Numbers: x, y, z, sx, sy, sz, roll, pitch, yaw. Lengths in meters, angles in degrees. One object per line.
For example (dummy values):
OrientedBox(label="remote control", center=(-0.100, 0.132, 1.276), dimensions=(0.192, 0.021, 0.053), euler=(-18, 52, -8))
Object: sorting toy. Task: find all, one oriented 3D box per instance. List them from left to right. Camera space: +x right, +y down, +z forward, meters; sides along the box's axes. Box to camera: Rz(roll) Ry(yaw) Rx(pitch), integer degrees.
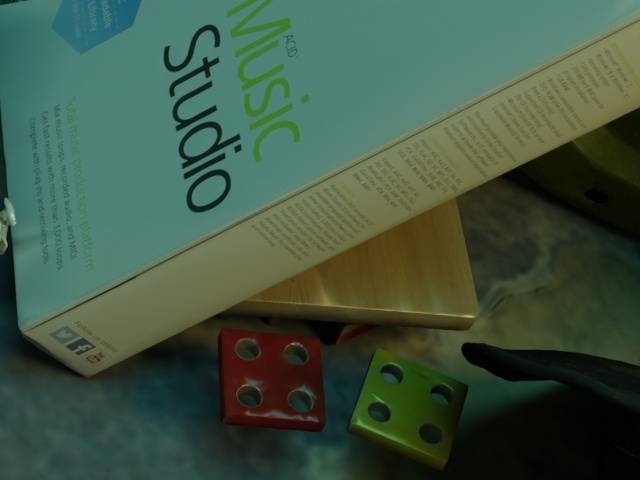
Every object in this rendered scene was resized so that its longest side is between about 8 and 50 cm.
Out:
OrientedBox(label="sorting toy", center=(0.000, 0.000, 0.828), dimensions=(0.132, 0.046, 0.274), euler=(5, 50, -16))

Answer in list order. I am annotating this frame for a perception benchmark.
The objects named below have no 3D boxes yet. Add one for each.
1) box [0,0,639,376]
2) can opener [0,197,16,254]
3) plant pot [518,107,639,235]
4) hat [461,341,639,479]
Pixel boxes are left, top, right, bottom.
OrientedBox(label="box", center=(-0.003, -0.105, 0.768), dimensions=(0.322, 0.058, 0.232), euler=(-26, 52, 17))
OrientedBox(label="can opener", center=(-0.212, -0.064, 0.786), dimensions=(0.093, 0.074, 0.280), euler=(-9, 55, -25))
OrientedBox(label="plant pot", center=(0.236, -0.195, 0.894), dimensions=(0.366, 0.366, 0.353), euler=(23, 62, 0))
OrientedBox(label="hat", center=(0.210, 0.131, 0.701), dimensions=(0.331, 0.331, 0.134), euler=(12, 87, -10))
